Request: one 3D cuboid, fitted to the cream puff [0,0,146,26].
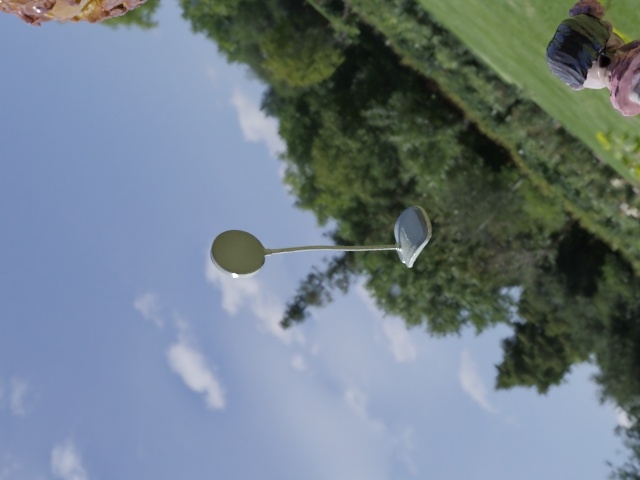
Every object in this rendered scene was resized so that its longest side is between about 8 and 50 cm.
[{"bbox_3d":[-0.227,-0.280,0.706,0.303,0.212,0.303,16,160,6],"label":"cream puff"}]

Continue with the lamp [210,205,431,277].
[{"bbox_3d":[0.000,0.000,0.843,0.198,0.056,0.050,-3,-125,-16],"label":"lamp"}]

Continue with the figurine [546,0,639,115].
[{"bbox_3d":[0.233,-0.147,0.743,0.054,0.072,0.129,5,-154,-29],"label":"figurine"}]
